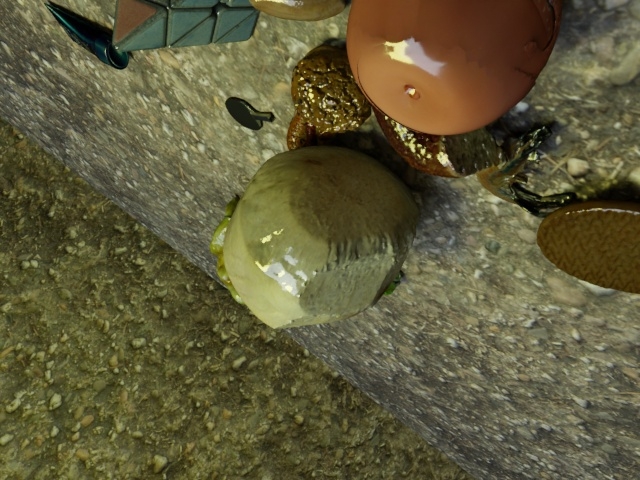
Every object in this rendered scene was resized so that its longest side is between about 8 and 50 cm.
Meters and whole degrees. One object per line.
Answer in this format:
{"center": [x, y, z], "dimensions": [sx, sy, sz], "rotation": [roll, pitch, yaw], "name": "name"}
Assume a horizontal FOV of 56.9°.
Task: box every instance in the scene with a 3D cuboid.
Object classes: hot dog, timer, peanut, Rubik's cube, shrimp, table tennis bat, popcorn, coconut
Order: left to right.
{"center": [-0.198, -0.421, 0.929], "dimensions": [0.234, 0.228, 0.228], "rotation": [5, 121, -16], "name": "Rubik's cube"}
{"center": [-0.161, -0.286, 1.349], "dimensions": [0.158, 0.014, 0.095], "rotation": [18, 152, 44], "name": "table tennis bat"}
{"center": [-0.204, 0.037, 1.749], "dimensions": [0.321, 0.289, 0.326], "rotation": [22, 174, 28], "name": "popcorn"}
{"center": [-0.036, -0.368, 0.885], "dimensions": [0.152, 0.076, 0.076], "rotation": [11, 156, 5], "name": "peanut"}
{"center": [-0.018, -0.219, 1.209], "dimensions": [0.108, 0.059, 0.191], "rotation": [31, 157, 0], "name": "hot dog"}
{"center": [0.000, 0.000, 1.221], "dimensions": [0.416, 0.344, 0.415], "rotation": [-7, 160, -3], "name": "coconut"}
{"center": [0.149, -0.243, 0.675], "dimensions": [0.230, 0.214, 0.229], "rotation": [30, 165, 9], "name": "timer"}
{"center": [0.330, -0.099, 0.925], "dimensions": [0.152, 0.046, 0.219], "rotation": [35, 163, 6], "name": "shrimp"}

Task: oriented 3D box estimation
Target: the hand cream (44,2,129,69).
{"center": [-0.591, -0.515, 1.495], "dimensions": [0.271, 0.061, 0.120], "rotation": [34, 166, 27], "name": "hand cream"}

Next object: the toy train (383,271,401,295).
{"center": [0.124, 0.066, 1.562], "dimensions": [0.202, 0.081, 0.060], "rotation": [40, 160, -8], "name": "toy train"}

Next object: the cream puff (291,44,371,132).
{"center": [0.018, -0.248, 1.000], "dimensions": [0.150, 0.115, 0.165], "rotation": [43, 158, -11], "name": "cream puff"}

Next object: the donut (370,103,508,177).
{"center": [0.168, -0.165, 0.889], "dimensions": [0.144, 0.126, 0.186], "rotation": [-16, 100, 48], "name": "donut"}

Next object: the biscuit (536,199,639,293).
{"center": [0.468, 0.011, 0.912], "dimensions": [0.262, 0.037, 0.262], "rotation": [20, 159, 8], "name": "biscuit"}
